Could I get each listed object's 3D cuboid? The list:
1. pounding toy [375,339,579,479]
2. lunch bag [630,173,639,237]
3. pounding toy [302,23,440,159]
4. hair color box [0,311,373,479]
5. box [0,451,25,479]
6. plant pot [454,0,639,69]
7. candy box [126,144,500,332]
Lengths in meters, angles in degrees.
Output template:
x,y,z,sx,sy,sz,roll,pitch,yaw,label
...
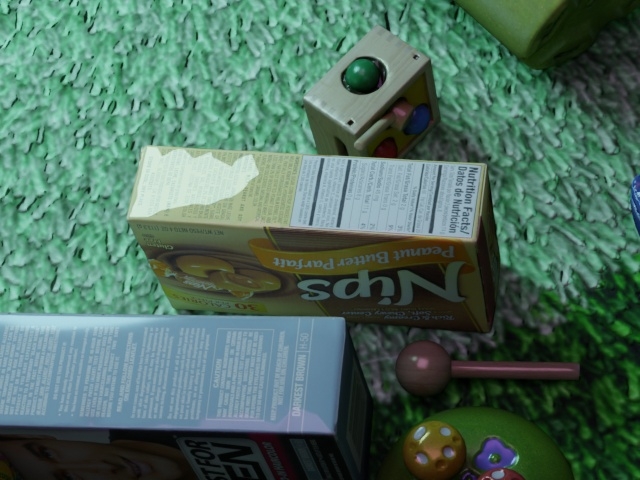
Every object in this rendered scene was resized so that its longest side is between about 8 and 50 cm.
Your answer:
x,y,z,sx,sy,sz,roll,pitch,yaw,label
0.133,0.188,1.463,0.183,0.110,0.237,3,62,11,pounding toy
0.341,-0.034,1.574,0.098,0.065,0.067,-17,60,1,lunch bag
0.053,-0.122,1.630,0.100,0.141,0.130,37,73,25,pounding toy
-0.152,0.151,1.490,0.374,0.185,0.113,1,62,11,hair color box
-0.393,0.344,1.431,0.290,0.177,0.279,-8,60,6,box
0.199,-0.319,1.666,0.276,0.276,0.254,-35,72,-10,plant pot
0.000,0.000,1.548,0.316,0.183,0.087,3,63,12,candy box
